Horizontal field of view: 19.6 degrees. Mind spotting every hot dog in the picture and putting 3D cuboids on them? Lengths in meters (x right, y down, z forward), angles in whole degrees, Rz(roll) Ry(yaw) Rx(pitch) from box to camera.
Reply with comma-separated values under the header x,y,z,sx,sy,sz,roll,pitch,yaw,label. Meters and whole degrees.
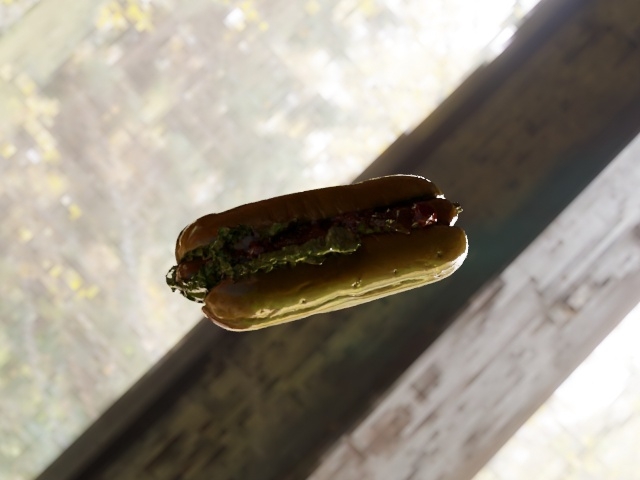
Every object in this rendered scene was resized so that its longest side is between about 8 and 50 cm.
x,y,z,sx,sy,sz,roll,pitch,yaw,label
0.000,0.000,0.484,0.037,0.083,0.021,60,-29,28,hot dog
